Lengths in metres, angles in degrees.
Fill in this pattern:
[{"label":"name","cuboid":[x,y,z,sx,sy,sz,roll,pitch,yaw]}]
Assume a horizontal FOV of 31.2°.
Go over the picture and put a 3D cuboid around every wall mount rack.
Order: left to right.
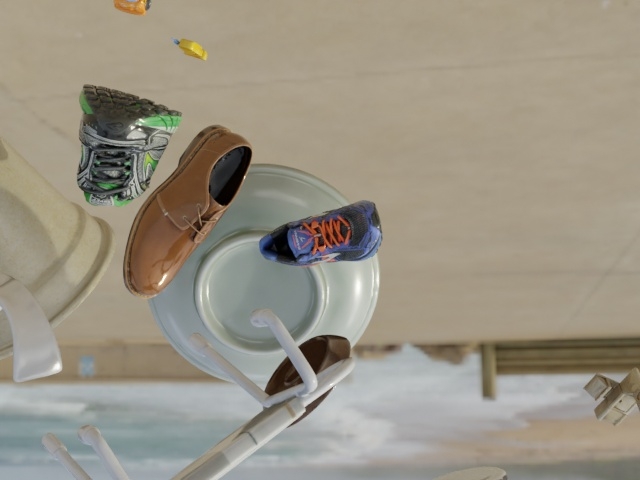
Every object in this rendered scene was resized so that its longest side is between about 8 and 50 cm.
[{"label":"wall mount rack","cuboid":[-0.147,0.183,1.169,0.350,0.130,0.304,-33,179,-23]}]

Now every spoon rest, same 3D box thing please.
[{"label":"spoon rest","cuboid":[-0.378,0.071,1.277,0.137,0.084,0.276,-11,-158,-41]}]

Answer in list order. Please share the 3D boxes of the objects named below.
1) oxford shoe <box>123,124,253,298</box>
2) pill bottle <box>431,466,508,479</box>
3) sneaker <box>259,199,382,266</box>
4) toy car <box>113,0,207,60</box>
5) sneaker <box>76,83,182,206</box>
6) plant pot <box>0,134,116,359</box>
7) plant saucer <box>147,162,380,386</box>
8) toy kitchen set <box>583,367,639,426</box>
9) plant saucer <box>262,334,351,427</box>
[{"label":"oxford shoe","cuboid":[-0.144,-0.028,1.243,0.076,0.212,0.076,31,177,-36]},{"label":"pill bottle","cuboid":[0.235,0.464,1.664,0.130,0.246,0.130,-13,180,0]},{"label":"sneaker","cuboid":[0.000,0.000,1.590,0.087,0.083,0.221,-7,171,-43]},{"label":"toy car","cuboid":[-0.144,-0.220,1.046,0.122,0.060,0.040,35,-179,18]},{"label":"sneaker","cuboid":[-0.268,-0.117,1.566,0.134,0.146,0.343,15,172,-3]},{"label":"plant pot","cuboid":[-0.544,-0.028,1.781,0.333,0.334,0.305,-8,130,35]},{"label":"plant saucer","cuboid":[-0.098,0.076,1.903,0.400,0.401,0.100,0,-161,-1]},{"label":"toy kitchen set","cuboid":[0.375,0.209,1.435,0.068,0.075,0.083,24,120,-19]},{"label":"plant saucer","cuboid":[-0.027,0.194,1.632,0.029,0.168,0.168,44,151,-18]}]
